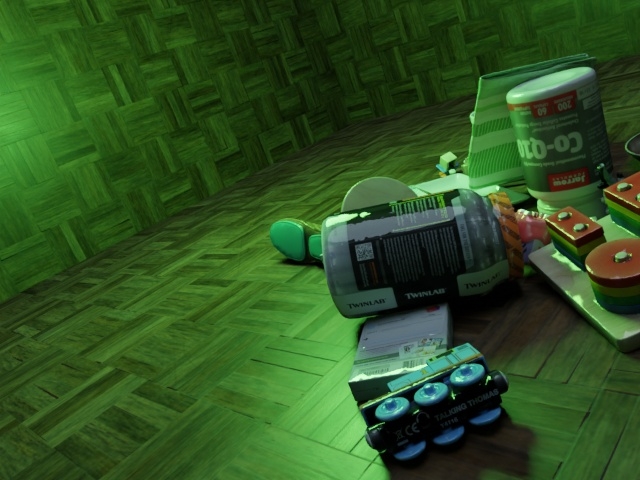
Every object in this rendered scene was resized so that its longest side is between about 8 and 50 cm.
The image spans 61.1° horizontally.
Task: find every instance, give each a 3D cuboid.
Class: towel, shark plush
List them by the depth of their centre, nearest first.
[{"bbox_3d":[0.537,-0.092,0.990,0.073,0.161,0.067,-6,59,64],"label":"shark plush"},{"bbox_3d":[0.457,-0.251,1.215,0.248,0.324,0.038,-13,52,-3],"label":"towel"}]

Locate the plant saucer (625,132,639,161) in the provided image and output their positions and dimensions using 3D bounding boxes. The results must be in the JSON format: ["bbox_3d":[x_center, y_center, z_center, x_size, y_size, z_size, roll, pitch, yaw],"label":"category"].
[{"bbox_3d":[0.842,-0.219,1.179,0.311,0.050,0.310,-19,18,6],"label":"plant saucer"}]

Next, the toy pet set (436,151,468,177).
[{"bbox_3d":[0.410,-0.212,1.678,0.122,0.065,0.114,-28,53,-15],"label":"toy pet set"}]

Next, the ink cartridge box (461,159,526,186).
[{"bbox_3d":[0.525,-0.225,1.495,0.193,0.088,0.235,-9,21,38],"label":"ink cartridge box"}]

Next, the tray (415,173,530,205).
[{"bbox_3d":[0.369,-0.112,1.346,0.145,0.030,0.270,-18,25,-19],"label":"tray"}]

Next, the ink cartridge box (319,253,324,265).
[{"bbox_3d":[0.071,0.042,1.193,0.122,0.088,0.052,-32,14,-34],"label":"ink cartridge box"}]

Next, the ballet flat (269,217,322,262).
[{"bbox_3d":[0.000,0.000,1.403,0.124,0.116,0.342,-7,8,-34],"label":"ballet flat"}]

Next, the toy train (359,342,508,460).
[{"bbox_3d":[0.136,0.198,0.667,0.184,0.080,0.105,-24,8,-3],"label":"toy train"}]

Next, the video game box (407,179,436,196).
[{"bbox_3d":[0.253,-0.107,1.515,0.187,0.048,0.205,-7,21,29],"label":"video game box"}]

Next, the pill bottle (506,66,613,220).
[{"bbox_3d":[0.476,-0.176,1.063,0.161,0.283,0.161,-19,17,6],"label":"pill bottle"}]

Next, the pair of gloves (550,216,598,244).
[{"bbox_3d":[0.499,0.007,0.889,0.240,0.042,0.204,-18,21,26],"label":"pair of gloves"}]

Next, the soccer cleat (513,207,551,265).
[{"bbox_3d":[0.381,-0.013,1.033,0.083,0.095,0.248,14,7,8],"label":"soccer cleat"}]

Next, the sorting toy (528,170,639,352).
[{"bbox_3d":[0.460,0.001,0.765,0.257,0.089,0.255,-27,24,5],"label":"sorting toy"}]

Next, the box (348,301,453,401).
[{"bbox_3d":[0.129,0.166,0.834,0.145,0.038,0.186,-15,19,18],"label":"box"}]

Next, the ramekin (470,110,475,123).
[{"bbox_3d":[0.513,-0.312,1.438,0.207,0.109,0.207,-19,17,6],"label":"ramekin"}]

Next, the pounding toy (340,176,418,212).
[{"bbox_3d":[0.134,-0.007,1.140,0.183,0.236,0.110,-19,-17,-17],"label":"pounding toy"}]

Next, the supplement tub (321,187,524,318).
[{"bbox_3d":[0.173,0.020,0.942,0.316,0.193,0.193,-11,19,11],"label":"supplement tub"}]
